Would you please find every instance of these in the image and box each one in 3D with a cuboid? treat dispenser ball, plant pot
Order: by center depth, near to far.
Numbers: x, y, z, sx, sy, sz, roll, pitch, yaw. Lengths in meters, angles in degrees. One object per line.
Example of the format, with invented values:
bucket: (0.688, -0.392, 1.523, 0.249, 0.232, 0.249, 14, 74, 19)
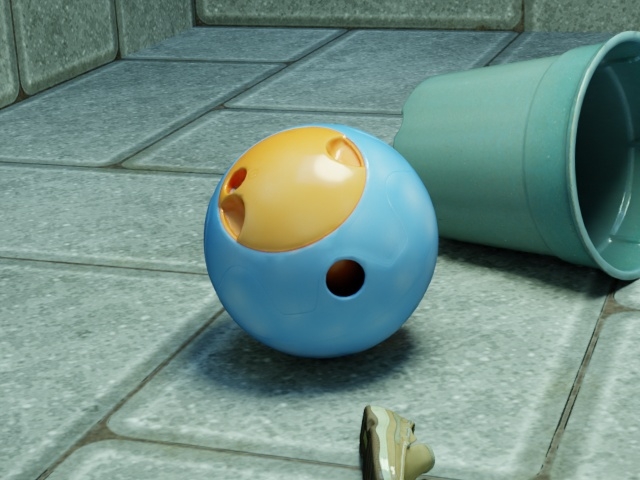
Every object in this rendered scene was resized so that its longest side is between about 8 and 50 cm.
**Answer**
treat dispenser ball: (0.000, 0.000, 1.618, 0.288, 0.288, 0.288, -2, 19, 1)
plant pot: (0.308, -0.121, 1.923, 0.334, 0.341, 0.341, 2, 18, 41)

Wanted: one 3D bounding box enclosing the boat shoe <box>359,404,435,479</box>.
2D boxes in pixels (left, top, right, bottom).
boat shoe: (0.080, 0.216, 1.327, 0.072, 0.068, 0.190, 9, 19, -3)
